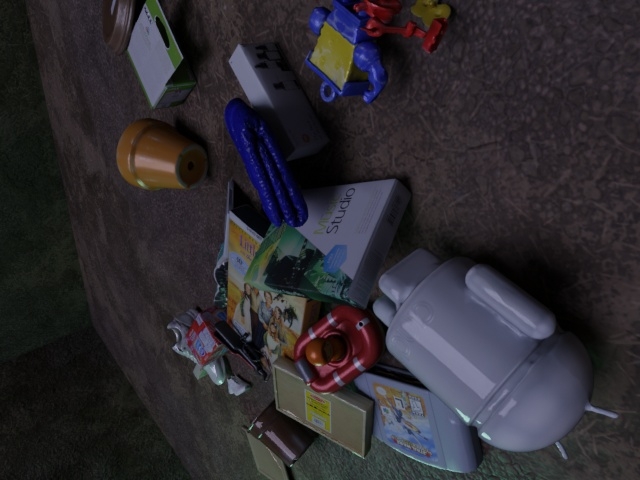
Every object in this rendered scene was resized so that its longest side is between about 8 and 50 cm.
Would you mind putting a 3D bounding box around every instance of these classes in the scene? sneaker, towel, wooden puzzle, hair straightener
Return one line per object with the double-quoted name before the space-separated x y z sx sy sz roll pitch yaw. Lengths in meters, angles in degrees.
"sneaker" -0.467 0.416 1.723 0.114 0.152 0.305 -35 83 50
"sneaker" -0.268 0.114 1.386 0.275 0.107 0.109 104 160 -46
"towel" -0.124 -0.160 0.920 0.227 0.076 0.308 64 175 -26
"wooden puzzle" -0.187 0.803 1.695 0.221 0.044 0.238 2 115 49
"sneaker" -0.304 0.524 1.668 0.152 0.054 0.061 -22 89 53
"hair straightener" -0.216 0.300 1.268 0.230 0.047 0.089 40 136 28

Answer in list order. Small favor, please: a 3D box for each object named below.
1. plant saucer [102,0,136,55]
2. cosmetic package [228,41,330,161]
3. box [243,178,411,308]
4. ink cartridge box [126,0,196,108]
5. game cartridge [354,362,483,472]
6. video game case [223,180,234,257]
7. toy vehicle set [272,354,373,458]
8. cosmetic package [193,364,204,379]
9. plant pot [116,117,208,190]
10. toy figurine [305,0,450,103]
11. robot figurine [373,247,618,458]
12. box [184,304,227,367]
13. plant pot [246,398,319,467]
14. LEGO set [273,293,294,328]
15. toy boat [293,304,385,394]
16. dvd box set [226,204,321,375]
"plant saucer" -0.554 -0.655 1.257 0.278 0.041 0.277 -4 85 54
"cosmetic package" -0.082 -0.282 0.925 0.060 0.099 0.238 -34 83 53
"box" 0.000 0.000 0.890 0.058 0.232 0.322 38 157 -33
"ink cartridge box" -0.397 -0.487 1.192 0.255 0.097 0.188 -22 91 52
"game cartridge" 0.196 0.377 0.992 0.297 0.062 0.197 -2 104 50
"video game case" -0.250 -0.057 1.251 0.143 0.019 0.157 -101 19 -47
"toy vehicle set" 0.001 0.402 1.117 0.267 0.035 0.165 18 125 29
"cosmetic package" -0.474 0.515 1.861 0.041 0.060 0.115 52 142 16
"plant pot" -0.434 -0.230 1.312 0.188 0.205 0.205 19 125 25
"toy figurine" 0.004 -0.328 0.735 0.362 0.191 0.217 48 144 23
"robot figurine" 0.243 0.164 0.695 0.353 0.200 0.299 41 151 29
"box" -0.361 0.320 1.566 0.128 0.123 0.257 56 142 13
"plant pot" -0.104 0.572 1.380 0.165 0.167 0.167 41 137 16
"LEGO set" -0.081 0.163 1.067 0.054 0.024 0.083 -16 84 49
"toy boat" 0.024 0.234 0.991 0.231 0.151 0.151 -42 66 20
"dvd box set" -0.131 0.157 1.184 0.308 0.062 0.420 36 133 32
